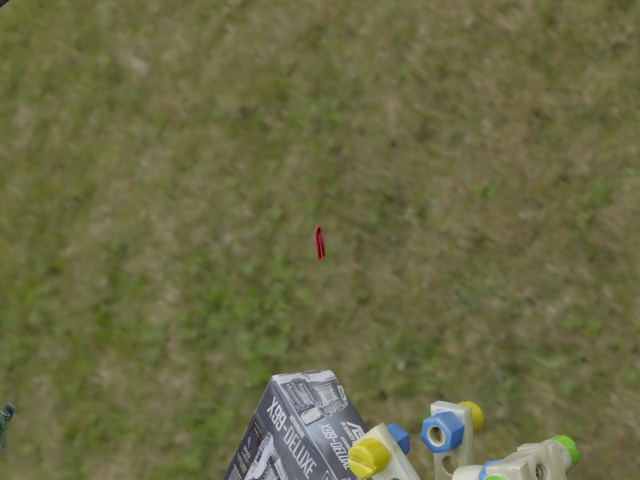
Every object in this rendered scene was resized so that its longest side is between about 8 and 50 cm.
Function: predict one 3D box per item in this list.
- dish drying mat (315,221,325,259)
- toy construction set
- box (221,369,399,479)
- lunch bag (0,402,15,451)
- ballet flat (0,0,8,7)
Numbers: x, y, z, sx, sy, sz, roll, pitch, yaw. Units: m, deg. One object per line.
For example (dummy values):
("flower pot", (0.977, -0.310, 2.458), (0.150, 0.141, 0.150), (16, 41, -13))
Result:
("dish drying mat", (0.000, 0.000, 1.617), (0.008, 0.083, 0.032), (-8, 93, 2))
("toy construction set", (0.163, 0.288, 1.425), (0.215, 0.327, 0.151), (-7, 24, 40))
("box", (0.006, 0.314, 1.673), (0.307, 0.076, 0.242), (55, 133, 38))
("lunch bag", (-0.395, 0.200, 1.513), (0.279, 0.224, 0.108), (-32, 79, -16))
("ballet flat", (-0.187, -0.117, 0.787), (0.280, 0.095, 0.096), (-27, 12, 7))
